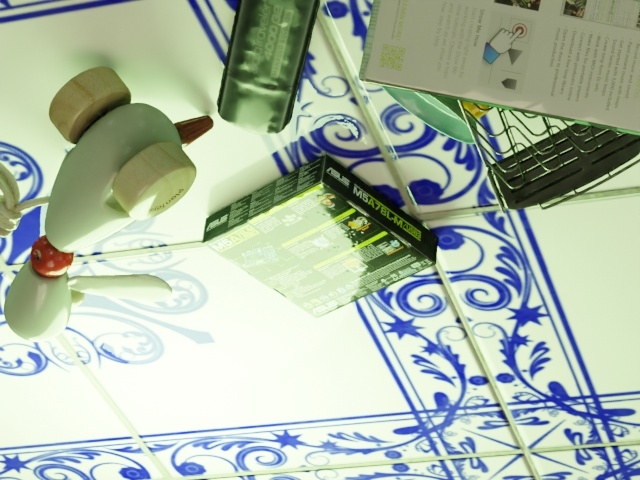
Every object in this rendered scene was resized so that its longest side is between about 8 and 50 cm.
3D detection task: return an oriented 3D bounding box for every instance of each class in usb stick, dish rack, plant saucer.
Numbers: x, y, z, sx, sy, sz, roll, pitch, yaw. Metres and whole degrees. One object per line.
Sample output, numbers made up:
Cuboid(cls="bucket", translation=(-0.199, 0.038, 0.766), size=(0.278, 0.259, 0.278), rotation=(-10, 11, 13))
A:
Cuboid(cls="usb stick", translation=(-0.046, -0.199, 1.746), size=(0.077, 0.045, 0.278), rotation=(16, 144, 0))
Cuboid(cls="dish rack", translation=(0.223, -0.135, 1.688), size=(0.208, 0.074, 0.271), rotation=(-26, 132, 1))
Cuboid(cls="plant saucer", translation=(0.107, -0.136, 1.782), size=(0.119, 0.021, 0.119), rotation=(34, 173, 5))

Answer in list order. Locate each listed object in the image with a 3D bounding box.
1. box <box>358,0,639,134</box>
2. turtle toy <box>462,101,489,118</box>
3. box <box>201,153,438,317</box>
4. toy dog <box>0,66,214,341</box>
Cuboid(cls="box", translation=(0.210, -0.217, 1.546), size=(0.322, 0.232, 0.058), rotation=(11, -174, -4))
Cuboid(cls="turtle toy", translation=(0.146, -0.182, 1.715), size=(0.095, 0.066, 0.130), rotation=(-38, 130, 10))
Cuboid(cls="box", translation=(0.000, 0.000, 2.008), size=(0.184, 0.045, 0.190), rotation=(36, 136, -30))
Cuboid(cls="toy dog", translation=(-0.215, -0.040, 1.904), size=(0.161, 0.220, 0.333), rotation=(-15, 168, -43))
